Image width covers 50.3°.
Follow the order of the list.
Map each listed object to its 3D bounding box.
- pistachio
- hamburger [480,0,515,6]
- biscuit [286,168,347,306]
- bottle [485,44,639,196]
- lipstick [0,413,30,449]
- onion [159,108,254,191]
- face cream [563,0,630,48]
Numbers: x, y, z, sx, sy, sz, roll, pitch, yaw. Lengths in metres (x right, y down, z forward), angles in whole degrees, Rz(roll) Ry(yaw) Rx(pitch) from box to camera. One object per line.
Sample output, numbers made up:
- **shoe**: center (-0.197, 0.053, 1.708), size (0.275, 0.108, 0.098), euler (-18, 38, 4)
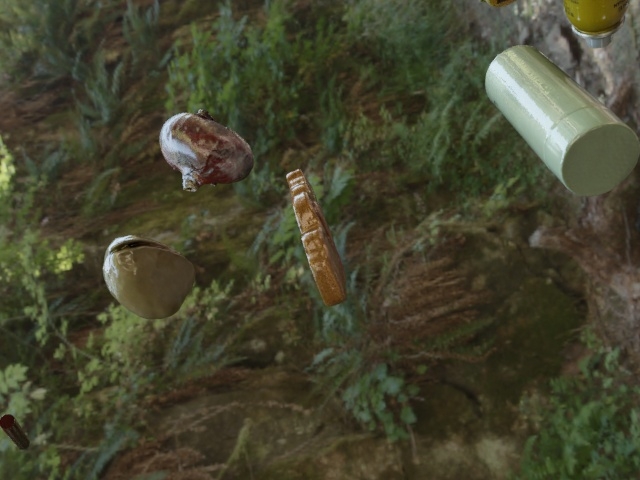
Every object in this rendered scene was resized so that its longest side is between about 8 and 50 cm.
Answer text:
- **pistachio**: center (-0.259, 0.053, 1.019), size (0.185, 0.126, 0.108), euler (54, -165, -61)
- **hamburger**: center (0.360, -0.518, 1.328), size (0.081, 0.126, 0.141), euler (65, -168, 19)
- **biscuit**: center (0.000, 0.000, 1.163), size (0.334, 0.047, 0.202), euler (-103, -8, -67)
- **bottle**: center (0.221, -0.120, 0.648), size (0.201, 0.072, 0.072), euler (-101, 2, -56)
- **lipstick**: center (-0.523, 0.334, 1.172), size (0.176, 0.027, 0.027), euler (113, 151, -59)
- **onion**: center (-0.228, -0.176, 1.286), size (0.098, 0.205, 0.151), euler (75, -143, -59)
- **face cream**: center (0.423, -0.447, 1.055), size (0.349, 0.105, 0.105), euler (60, -166, -47)
